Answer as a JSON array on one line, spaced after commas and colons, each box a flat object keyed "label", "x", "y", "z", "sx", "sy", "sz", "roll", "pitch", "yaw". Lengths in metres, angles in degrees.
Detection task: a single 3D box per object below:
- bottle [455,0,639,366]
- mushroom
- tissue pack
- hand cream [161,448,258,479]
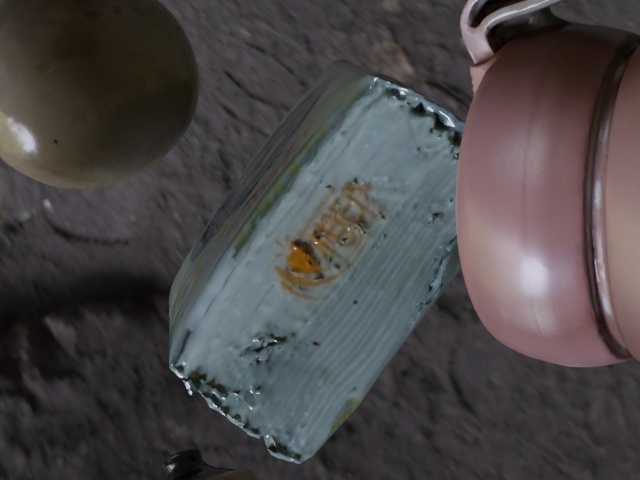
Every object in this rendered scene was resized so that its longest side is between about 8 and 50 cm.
[{"label": "bottle", "x": 0.203, "y": -0.031, "z": 0.724, "sx": 0.173, "sy": 0.297, "sz": 0.206, "roll": -30, "pitch": 118, "yaw": -59}, {"label": "mushroom", "x": -0.213, "y": -0.133, "z": 1.646, "sx": 0.204, "sy": 0.204, "sz": 0.204, "roll": -8, "pitch": 114, "yaw": -18}, {"label": "tissue pack", "x": 0.000, "y": 0.000, "z": 1.537, "sx": 0.162, "sy": 0.388, "sz": 0.287, "roll": 35, "pitch": 93, "yaw": -7}, {"label": "hand cream", "x": -0.028, "y": 0.177, "z": 0.799, "sx": 0.087, "sy": 0.186, "sz": 0.054, "roll": -29, "pitch": 164, "yaw": 23}]
